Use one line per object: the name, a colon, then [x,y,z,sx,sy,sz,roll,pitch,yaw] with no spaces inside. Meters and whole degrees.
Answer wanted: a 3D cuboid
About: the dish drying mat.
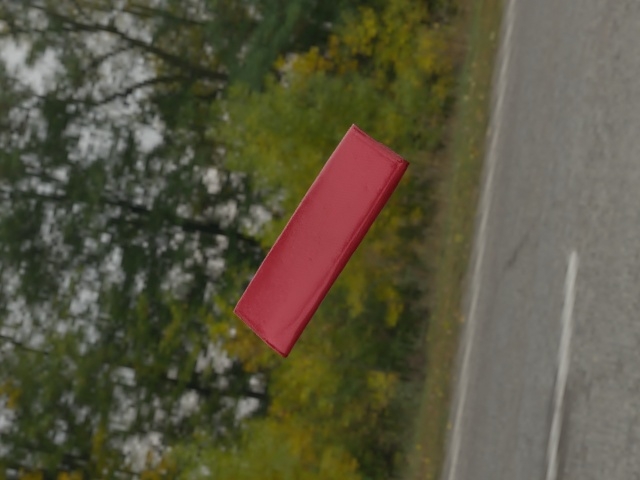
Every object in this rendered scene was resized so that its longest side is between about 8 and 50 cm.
dish drying mat: [0.000,0.000,0.434,0.032,0.008,0.083,40,101,39]
